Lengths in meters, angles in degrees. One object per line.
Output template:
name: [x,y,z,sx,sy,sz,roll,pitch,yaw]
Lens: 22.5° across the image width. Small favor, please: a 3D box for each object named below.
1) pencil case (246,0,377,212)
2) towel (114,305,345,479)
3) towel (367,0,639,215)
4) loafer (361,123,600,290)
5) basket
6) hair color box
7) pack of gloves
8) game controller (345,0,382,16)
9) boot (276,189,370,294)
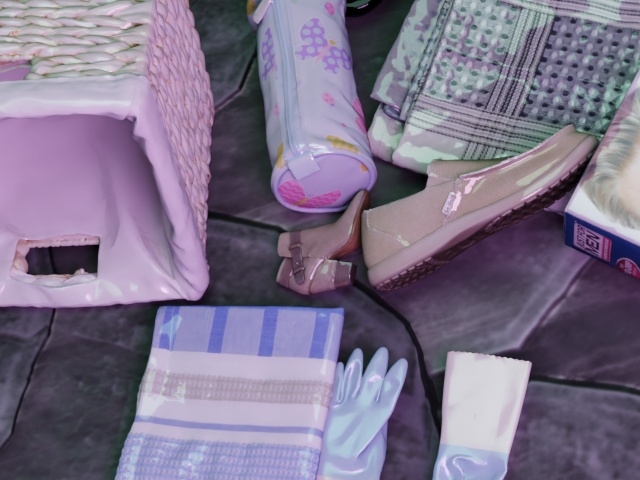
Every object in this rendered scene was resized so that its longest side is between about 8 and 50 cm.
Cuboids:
pencil case: [-0.013,-0.163,1.724,0.113,0.124,0.273,-13,58,7]
towel: [-0.096,0.188,1.550,0.209,0.034,0.285,1,60,22]
towel: [0.230,-0.187,1.700,0.324,0.056,0.312,18,79,20]
loafer: [0.150,-0.048,1.603,0.268,0.102,0.092,-30,78,8]
basket: [-0.289,-0.124,1.627,0.328,0.331,0.266,-2,56,7]
hair color box: [0.424,-0.011,1.531,0.347,0.105,0.174,26,77,16]
pack of gloves: [0.089,0.217,1.530,0.195,0.046,0.232,7,70,14]
game controller: [-0.032,-0.375,1.894,0.319,0.067,0.166,29,67,25]
boot: [0.000,0.000,1.663,0.087,0.042,0.118,5,68,23]
